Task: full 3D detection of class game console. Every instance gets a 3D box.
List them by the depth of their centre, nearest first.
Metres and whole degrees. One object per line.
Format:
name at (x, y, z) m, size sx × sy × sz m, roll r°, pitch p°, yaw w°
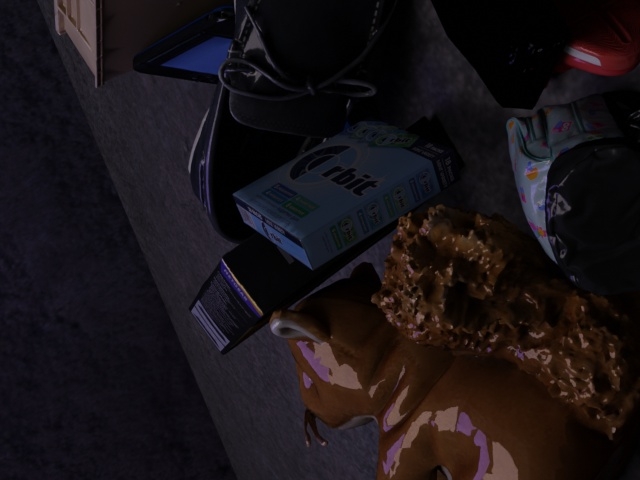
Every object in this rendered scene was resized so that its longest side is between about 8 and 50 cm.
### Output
game console at (0.137, -0.257, 0.723) m, size 0.361 × 0.044 × 0.213 m, roll 98°, pitch 150°, yaw -68°
game console at (-0.089, -0.184, 1.335) m, size 0.293 × 0.250 × 0.173 m, roll -9°, pitch 80°, yaw 56°

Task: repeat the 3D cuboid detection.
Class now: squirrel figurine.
squirrel figurine at (0.140, 0.120, 1.023) m, size 0.370 × 0.281 × 0.397 m, roll 35°, pitch 129°, yaw 26°

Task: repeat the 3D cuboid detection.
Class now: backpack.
backpack at (0.222, -0.055, 0.829) m, size 0.182 × 0.115 × 0.152 m, roll -84°, pitch -15°, yaw -60°

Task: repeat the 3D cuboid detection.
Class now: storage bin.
storage bin at (-0.223, -0.369, 1.358) m, size 0.123 × 0.262 × 0.260 m, roll 57°, pitch 157°, yaw 15°

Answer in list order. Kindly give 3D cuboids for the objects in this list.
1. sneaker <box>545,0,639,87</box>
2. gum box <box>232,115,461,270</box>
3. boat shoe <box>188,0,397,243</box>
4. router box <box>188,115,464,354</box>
sneaker at (0.211, -0.168, 0.867) m, size 0.221 × 0.087 × 0.128 m, roll -123°, pitch 11°, yaw -50°
gum box at (0.024, -0.055, 1.016) m, size 0.157 × 0.184 × 0.041 m, roll 32°, pitch 149°, yaw 55°
boat shoe at (-0.028, -0.189, 1.096) m, size 0.156 × 0.186 × 0.500 m, roll -99°, pitch 27°, yaw -43°
router box at (0.000, 0.000, 1.190) m, size 0.081 × 0.309 × 0.243 m, roll 52°, pitch 158°, yaw 4°
